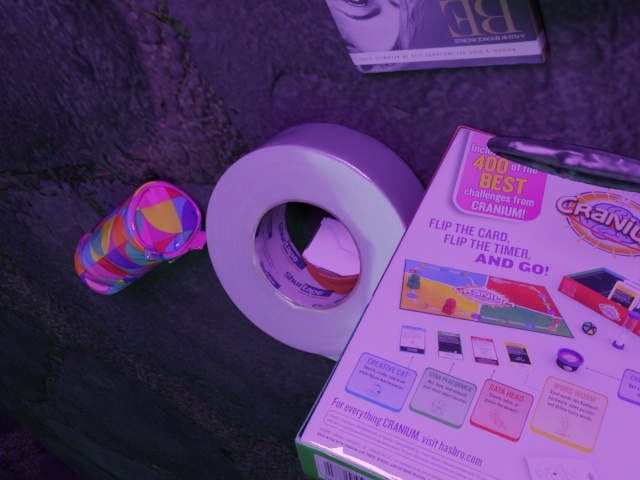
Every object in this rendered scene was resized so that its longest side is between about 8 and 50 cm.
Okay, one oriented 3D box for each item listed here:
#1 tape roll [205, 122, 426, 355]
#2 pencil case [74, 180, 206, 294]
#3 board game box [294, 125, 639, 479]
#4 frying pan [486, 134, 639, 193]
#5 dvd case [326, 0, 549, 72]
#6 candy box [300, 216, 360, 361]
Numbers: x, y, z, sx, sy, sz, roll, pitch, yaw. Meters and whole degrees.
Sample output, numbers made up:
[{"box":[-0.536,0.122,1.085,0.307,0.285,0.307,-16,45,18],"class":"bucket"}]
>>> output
[{"box":[0.000,0.000,0.822,0.219,0.072,0.219,12,120,21],"class":"tape roll"},{"box":[-0.237,0.003,1.087,0.104,0.104,0.236,42,149,-18],"class":"pencil case"},{"box":[0.159,0.072,0.632,0.242,0.317,0.064,20,148,19],"class":"board game box"},{"box":[0.266,-0.008,0.431,0.326,0.053,0.197,14,172,-9],"class":"frying pan"},{"box":[0.058,-0.213,0.600,0.164,0.018,0.221,5,141,36],"class":"dvd case"},{"box":[0.066,0.082,0.963,0.164,0.070,0.196,21,147,16],"class":"candy box"}]
